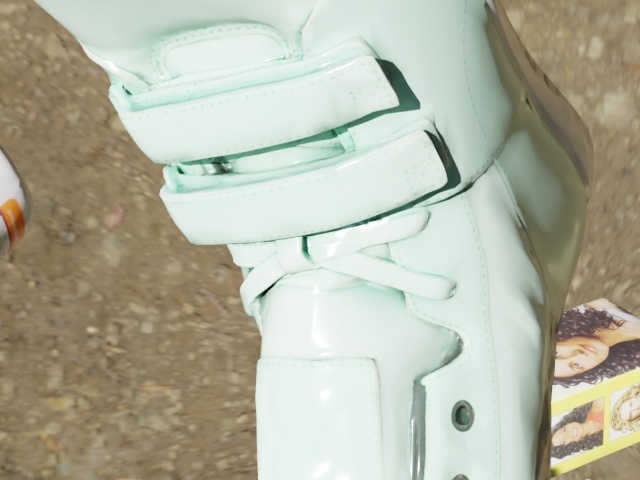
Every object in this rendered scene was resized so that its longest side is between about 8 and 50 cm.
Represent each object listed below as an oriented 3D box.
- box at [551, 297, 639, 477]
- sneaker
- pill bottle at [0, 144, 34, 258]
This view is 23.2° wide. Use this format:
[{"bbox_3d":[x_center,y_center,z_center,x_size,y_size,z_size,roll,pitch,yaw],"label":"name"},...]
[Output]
[{"bbox_3d":[0.106,0.103,0.927,0.232,0.087,0.058,-18,119,-27],"label":"box"},{"bbox_3d":[0.001,0.000,0.378,0.094,0.256,0.151,-7,64,32],"label":"sneaker"},{"bbox_3d":[-0.199,0.011,0.641,0.086,0.086,0.152,40,63,10],"label":"pill bottle"}]
